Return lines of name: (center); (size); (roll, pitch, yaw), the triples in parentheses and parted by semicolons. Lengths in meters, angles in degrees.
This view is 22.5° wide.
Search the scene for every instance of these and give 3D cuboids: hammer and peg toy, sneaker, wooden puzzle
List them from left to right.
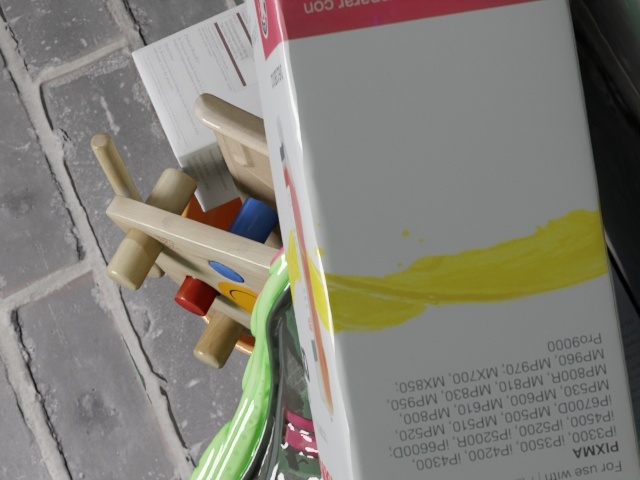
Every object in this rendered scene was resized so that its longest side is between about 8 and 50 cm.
hammer and peg toy: (-0.101, 0.039, 1.580); (0.361, 0.127, 0.266); (19, 161, 33)
sneaker: (0.036, 0.136, 1.260); (0.202, 0.185, 0.482); (32, 122, 18)
wooden puzzle: (0.061, -0.014, 1.524); (0.322, 0.080, 0.348); (27, 166, 20)

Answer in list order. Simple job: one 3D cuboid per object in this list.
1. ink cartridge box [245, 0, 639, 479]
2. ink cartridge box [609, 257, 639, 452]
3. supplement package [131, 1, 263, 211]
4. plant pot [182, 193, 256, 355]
ink cartridge box: (0.059, -0.013, 0.948); (0.279, 0.160, 0.384); (-177, 78, -85)
ink cartridge box: (0.212, 0.120, 1.149); (0.165, 0.065, 0.332); (81, 166, -76)
supplement package: (-0.042, -0.156, 1.613); (0.139, 0.244, 0.133); (69, 176, -66)
plant pot: (0.000, 0.000, 1.949); (0.203, 0.291, 0.290); (6, -124, -64)
